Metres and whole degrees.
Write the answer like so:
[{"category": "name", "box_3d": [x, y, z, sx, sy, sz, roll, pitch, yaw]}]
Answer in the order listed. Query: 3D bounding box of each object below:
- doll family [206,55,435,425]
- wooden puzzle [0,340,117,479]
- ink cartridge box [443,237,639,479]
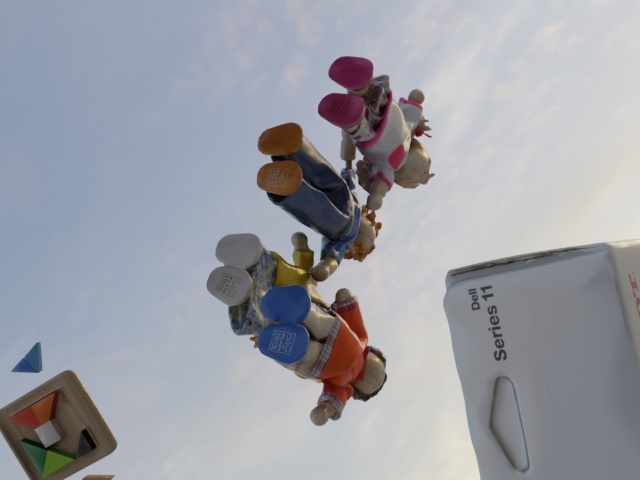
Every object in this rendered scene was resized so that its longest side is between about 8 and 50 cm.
[{"category": "doll family", "box_3d": [0.000, 0.000, 0.555, 0.163, 0.118, 0.263, 41, -121, -55]}, {"category": "wooden puzzle", "box_3d": [-0.189, 0.137, 0.531, 0.078, 0.116, 0.014, -38, -1, 12]}, {"category": "ink cartridge box", "box_3d": [0.164, 0.077, 0.414, 0.087, 0.153, 0.208, -16, -7, 37]}]
